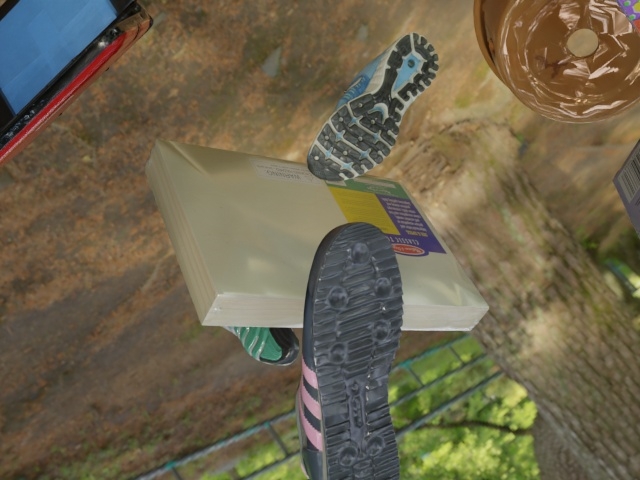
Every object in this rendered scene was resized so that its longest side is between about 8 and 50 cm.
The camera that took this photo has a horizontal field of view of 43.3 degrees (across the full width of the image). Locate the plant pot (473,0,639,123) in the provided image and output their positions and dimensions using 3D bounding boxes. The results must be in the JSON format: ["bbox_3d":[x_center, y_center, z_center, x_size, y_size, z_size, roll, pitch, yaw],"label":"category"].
[{"bbox_3d":[0.331,-0.277,1.012,0.291,0.291,0.203,-53,-174,34],"label":"plant pot"}]

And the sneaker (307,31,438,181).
[{"bbox_3d":[0.045,-0.119,0.753,0.162,0.063,0.073,-50,-163,-11],"label":"sneaker"}]

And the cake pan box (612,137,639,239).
[{"bbox_3d":[0.371,-0.059,0.693,0.070,0.246,0.267,11,131,-11],"label":"cake pan box"}]

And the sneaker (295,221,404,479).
[{"bbox_3d":[0.012,0.131,0.854,0.112,0.131,0.319,-4,102,-27],"label":"sneaker"}]

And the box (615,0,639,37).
[{"bbox_3d":[0.229,-0.256,0.365,0.290,0.279,0.177,-33,128,26],"label":"box"}]

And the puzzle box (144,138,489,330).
[{"bbox_3d":[0.000,0.000,1.035,0.408,0.272,0.052,6,129,-34],"label":"puzzle box"}]

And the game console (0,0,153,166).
[{"bbox_3d":[-0.191,-0.125,0.528,0.144,0.085,0.124,-39,-164,16],"label":"game console"}]

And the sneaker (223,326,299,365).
[{"bbox_3d":[-0.087,0.131,1.252,0.098,0.223,0.083,26,93,-45],"label":"sneaker"}]
